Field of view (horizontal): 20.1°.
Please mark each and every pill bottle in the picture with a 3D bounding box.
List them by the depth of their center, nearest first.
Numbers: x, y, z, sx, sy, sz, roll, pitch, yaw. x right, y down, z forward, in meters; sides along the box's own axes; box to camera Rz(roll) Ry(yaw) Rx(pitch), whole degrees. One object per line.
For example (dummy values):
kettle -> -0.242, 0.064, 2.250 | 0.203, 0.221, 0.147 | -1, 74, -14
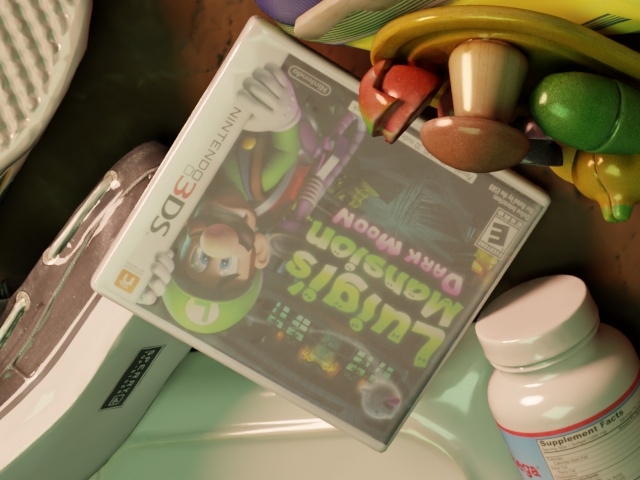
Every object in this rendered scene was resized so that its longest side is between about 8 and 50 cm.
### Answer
pill bottle -> 0.146, 0.103, 1.008 | 0.087, 0.087, 0.160 | -13, 114, 30

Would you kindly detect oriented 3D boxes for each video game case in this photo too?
video game case -> 0.000, 0.000, 0.980 | 0.190, 0.022, 0.173 | 30, 102, -11

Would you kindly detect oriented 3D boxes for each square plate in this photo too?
square plate -> 0.009, 0.219, 1.168 | 0.344, 0.049, 0.347 | -8, 117, 27

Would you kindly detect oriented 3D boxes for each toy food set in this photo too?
toy food set -> 0.088, -0.055, 0.876 | 0.218, 0.071, 0.128 | 19, 160, -31

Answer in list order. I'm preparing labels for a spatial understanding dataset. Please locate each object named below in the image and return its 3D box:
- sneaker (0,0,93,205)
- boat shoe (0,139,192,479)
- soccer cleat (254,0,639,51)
sneaker -> -0.236, -0.057, 1.058 | 0.126, 0.127, 0.321 | 33, 104, -7
boat shoe -> -0.161, 0.067, 1.092 | 0.102, 0.108, 0.301 | 52, 120, 24
soccer cleat -> 0.103, -0.134, 0.890 | 0.289, 0.093, 0.121 | 6, 153, 15
